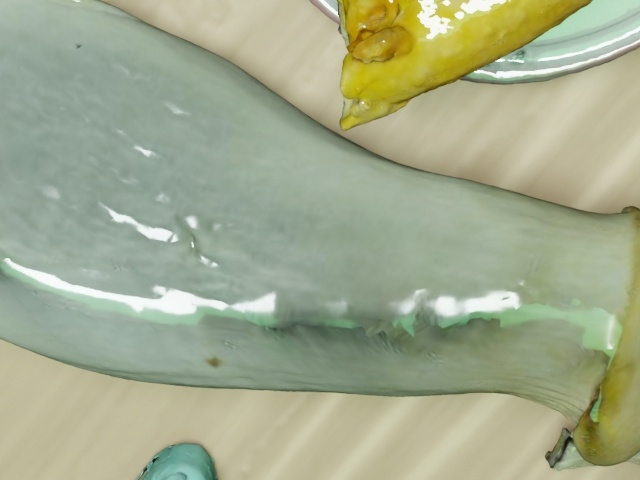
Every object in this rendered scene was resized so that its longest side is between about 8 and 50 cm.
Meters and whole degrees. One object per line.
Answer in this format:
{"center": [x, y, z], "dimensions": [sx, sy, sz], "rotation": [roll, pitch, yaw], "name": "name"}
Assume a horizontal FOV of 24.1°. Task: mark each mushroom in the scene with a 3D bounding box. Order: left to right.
{"center": [0.000, 0.000, 0.644], "dimensions": [0.328, 0.122, 0.159], "rotation": [13, 117, 7], "name": "mushroom"}

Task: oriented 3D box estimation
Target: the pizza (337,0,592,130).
{"center": [0.089, -0.205, 0.546], "dimensions": [0.182, 0.074, 0.365], "rotation": [35, 104, -15], "name": "pizza"}

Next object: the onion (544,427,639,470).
{"center": [0.295, 0.126, 0.622], "dimensions": [0.230, 0.272, 0.256], "rotation": [24, 115, -30], "name": "onion"}

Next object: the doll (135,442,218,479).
{"center": [-0.085, 0.198, 0.749], "dimensions": [0.158, 0.059, 0.159], "rotation": [-27, 104, 10], "name": "doll"}

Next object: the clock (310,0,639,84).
{"center": [0.079, -0.187, 0.621], "dimensions": [0.244, 0.056, 0.244], "rotation": [1, 108, 4], "name": "clock"}
